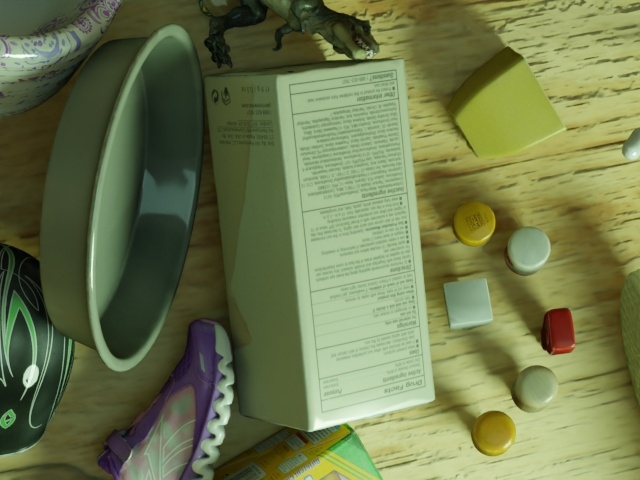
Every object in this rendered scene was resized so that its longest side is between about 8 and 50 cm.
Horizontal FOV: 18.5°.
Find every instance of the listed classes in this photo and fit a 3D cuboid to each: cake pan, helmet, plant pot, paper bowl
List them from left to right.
[{"bbox_3d":[-0.314,-0.221,1.590,0.284,0.148,0.284,21,47,-24],"label":"paper bowl"},{"bbox_3d":[-0.286,0.086,1.674,0.169,0.169,0.162,4,112,-15],"label":"helmet"},{"bbox_3d":[-0.164,-0.039,1.638,0.054,0.293,0.293,10,94,12],"label":"cake pan"},{"bbox_3d":[0.165,-0.119,1.801,0.083,0.081,0.081,-32,103,2],"label":"plant pot"}]

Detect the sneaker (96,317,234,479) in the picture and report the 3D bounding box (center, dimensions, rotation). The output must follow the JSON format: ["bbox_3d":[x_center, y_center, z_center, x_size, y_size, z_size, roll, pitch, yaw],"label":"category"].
[{"bbox_3d":[-0.143,0.182,1.753,0.104,0.095,0.236,14,94,-7],"label":"sneaker"}]

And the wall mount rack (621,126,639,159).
[{"bbox_3d":[0.343,-0.248,1.784,0.304,0.130,0.350,-30,111,-8],"label":"wall mount rack"}]

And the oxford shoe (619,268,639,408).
[{"bbox_3d":[0.405,0.224,1.830,0.130,0.169,0.449,-25,87,-3],"label":"oxford shoe"}]

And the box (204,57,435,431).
[{"bbox_3d":[0.000,0.000,1.730,0.148,0.121,0.311,-9,99,-34],"label":"box"}]

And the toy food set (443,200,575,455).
[{"bbox_3d":[0.175,0.081,1.833,0.111,0.104,0.232,-9,80,0],"label":"toy food set"}]

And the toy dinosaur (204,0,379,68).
[{"bbox_3d":[-0.071,-0.227,1.705,0.118,0.064,0.268,-40,82,-24],"label":"toy dinosaur"}]

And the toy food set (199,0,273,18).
[{"bbox_3d":[-0.072,-0.234,1.757,0.082,0.020,0.083,8,95,-15],"label":"toy food set"}]

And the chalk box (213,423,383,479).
[{"bbox_3d":[0.015,0.279,1.779,0.132,0.132,0.213,-33,104,-9],"label":"chalk box"}]
